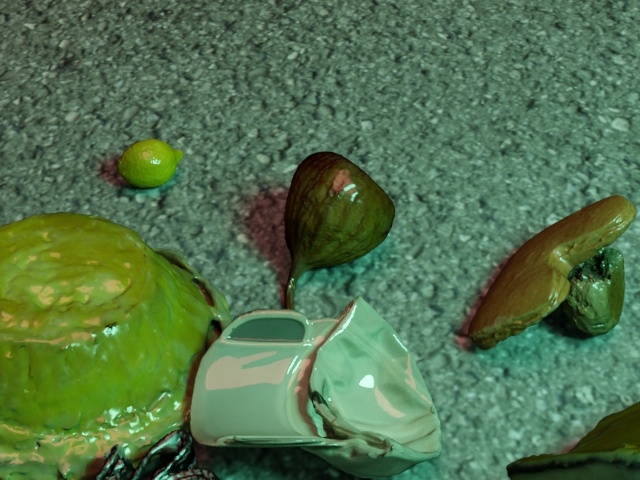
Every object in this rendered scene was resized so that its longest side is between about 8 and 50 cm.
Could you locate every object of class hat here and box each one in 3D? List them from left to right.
[{"bbox_3d":[-0.009,0.178,1.182,0.226,0.164,0.219,-21,36,12],"label":"hat"}]

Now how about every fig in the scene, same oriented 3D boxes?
[{"bbox_3d":[0.000,0.000,1.393,0.134,0.146,0.201,29,91,35],"label":"fig"}]

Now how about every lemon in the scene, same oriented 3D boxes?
[{"bbox_3d":[-0.223,-0.102,1.534,0.092,0.065,0.065,-14,43,-19],"label":"lemon"}]

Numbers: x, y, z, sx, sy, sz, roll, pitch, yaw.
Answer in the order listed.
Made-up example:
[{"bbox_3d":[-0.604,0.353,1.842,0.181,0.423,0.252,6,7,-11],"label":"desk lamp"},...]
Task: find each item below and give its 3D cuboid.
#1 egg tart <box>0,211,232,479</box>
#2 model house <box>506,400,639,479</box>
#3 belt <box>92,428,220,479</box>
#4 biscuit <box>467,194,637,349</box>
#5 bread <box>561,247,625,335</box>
[{"bbox_3d":[-0.286,0.093,1.262,0.388,0.169,0.388,1,40,-1],"label":"egg tart"},{"bbox_3d":[0.355,0.244,1.065,0.239,0.173,0.268,-24,73,-37],"label":"model house"},{"bbox_3d":[-0.235,0.315,1.058,0.126,0.094,0.359,31,53,32],"label":"belt"},{"bbox_3d":[0.253,0.029,1.286,0.036,0.186,0.192,47,49,-11],"label":"biscuit"},{"bbox_3d":[0.303,0.061,1.304,0.060,0.082,0.113,2,21,25],"label":"bread"}]
